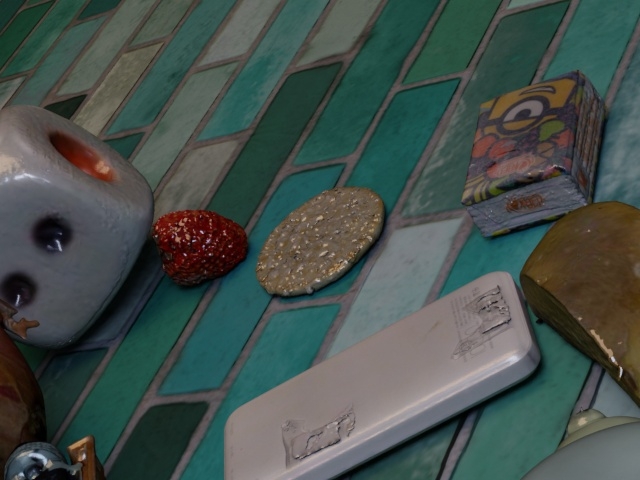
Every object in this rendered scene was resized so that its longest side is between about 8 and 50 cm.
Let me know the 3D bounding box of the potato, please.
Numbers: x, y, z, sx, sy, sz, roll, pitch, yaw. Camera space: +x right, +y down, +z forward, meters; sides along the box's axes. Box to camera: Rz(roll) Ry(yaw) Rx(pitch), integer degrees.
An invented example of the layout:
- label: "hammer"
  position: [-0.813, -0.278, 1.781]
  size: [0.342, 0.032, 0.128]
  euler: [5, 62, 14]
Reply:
- label: "potato"
  position: [0.240, 0.036, 1.237]
  size: [0.138, 0.098, 0.243]
  euler: [-35, 30, -3]

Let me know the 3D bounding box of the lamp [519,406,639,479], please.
- label: "lamp"
  position: [0.190, 0.190, 0.991]
  size: [0.197, 0.198, 0.244]
  euler: [-30, 6, 11]

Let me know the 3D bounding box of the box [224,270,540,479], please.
- label: "box"
  position: [0.044, 0.126, 1.364]
  size: [0.285, 0.044, 0.142]
  euler: [-29, 27, 12]

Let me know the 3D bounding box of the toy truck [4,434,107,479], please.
- label: "toy truck"
  position: [-0.285, 0.296, 1.315]
  size: [0.305, 0.162, 0.136]
  euler: [-28, 17, -1]

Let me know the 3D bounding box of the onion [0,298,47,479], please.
- label: "onion"
  position: [-0.408, 0.183, 1.505]
  size: [0.353, 0.354, 0.354]
  euler: [-26, 30, 17]

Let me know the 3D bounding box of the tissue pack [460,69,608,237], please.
- label: "tissue pack"
  position: [0.193, -0.077, 1.488]
  size: [0.108, 0.060, 0.148]
  euler: [-19, 34, 29]

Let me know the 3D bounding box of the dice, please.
- label: "dice"
  position: [-0.297, -0.016, 1.733]
  size: [0.192, 0.194, 0.193]
  euler: [-52, 21, 14]

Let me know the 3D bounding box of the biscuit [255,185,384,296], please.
- label: "biscuit"
  position: [0.000, 0.000, 1.620]
  size: [0.152, 0.020, 0.152]
  euler: [-25, 32, 17]

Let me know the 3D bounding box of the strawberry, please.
- label: "strawberry"
  position: [-0.123, 0.005, 1.692]
  size: [0.096, 0.083, 0.083]
  euler: [-8, 28, -9]
